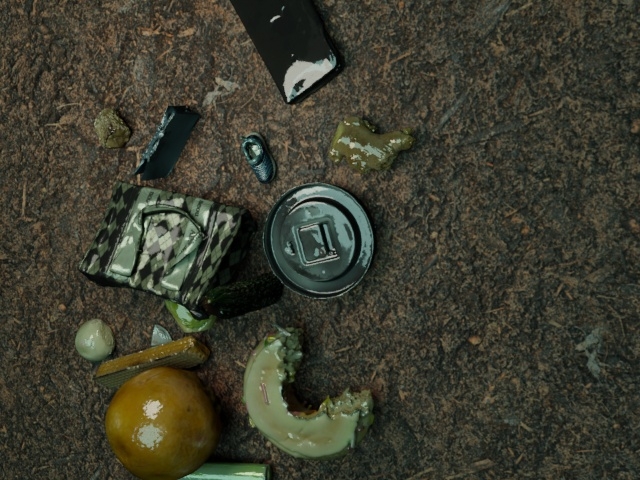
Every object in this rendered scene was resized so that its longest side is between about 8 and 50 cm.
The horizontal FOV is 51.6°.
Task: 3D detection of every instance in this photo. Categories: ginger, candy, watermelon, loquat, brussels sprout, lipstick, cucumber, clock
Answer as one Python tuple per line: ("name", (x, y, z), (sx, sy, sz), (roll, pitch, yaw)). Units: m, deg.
("ginger", (0.128, -0.233, 1.664), (0.213, 0.074, 0.137), (14, 102, 12))
("candy", (-0.606, -0.324, 1.919), (0.095, 0.085, 0.110), (-47, 70, 26))
("watermelon", (-0.488, 0.295, 1.975), (0.085, 0.061, 0.085), (3, 102, 16))
("loquat", (-0.435, 0.511, 1.854), (0.328, 0.328, 0.328), (3, 99, 20))
("brussels sprout", (-0.345, 0.164, 1.856), (0.144, 0.161, 0.180), (-17, 93, 61))
("lipstick", (-0.291, 0.682, 1.924), (0.304, 0.076, 0.076), (-2, 97, 10))
("cucumber", (-0.198, 0.146, 1.687), (0.096, 0.359, 0.096), (2, 95, 18))
("clock", (0.000, 0.000, 1.749), (0.313, 0.061, 0.312), (3, 99, 20))

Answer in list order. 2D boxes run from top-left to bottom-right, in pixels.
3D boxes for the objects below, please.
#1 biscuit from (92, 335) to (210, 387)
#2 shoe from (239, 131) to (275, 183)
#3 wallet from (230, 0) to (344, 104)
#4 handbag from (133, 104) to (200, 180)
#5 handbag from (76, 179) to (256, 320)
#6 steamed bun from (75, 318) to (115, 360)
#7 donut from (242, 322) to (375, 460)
("biscuit", (-0.505, 0.366, 1.975), (0.379, 0.094, 0.054), (-19, 48, 22))
("shoe", (-0.169, -0.220, 1.776), (0.064, 0.071, 0.143), (-18, 96, 23))
("wallet", (-0.097, -0.557, 1.711), (0.197, 0.051, 0.377), (-31, 86, 25))
("handbag", (-0.426, -0.269, 1.826), (0.057, 0.144, 0.221), (36, 107, 6))
("handbag", (-0.419, 0.026, 1.792), (0.416, 0.180, 0.316), (12, 66, 18))
("steamed bun", (-0.704, 0.312, 2.043), (0.112, 0.091, 0.130), (-21, 91, 24))
("donut", (-0.044, 0.425, 1.781), (0.371, 0.150, 0.307), (39, 110, 11))
